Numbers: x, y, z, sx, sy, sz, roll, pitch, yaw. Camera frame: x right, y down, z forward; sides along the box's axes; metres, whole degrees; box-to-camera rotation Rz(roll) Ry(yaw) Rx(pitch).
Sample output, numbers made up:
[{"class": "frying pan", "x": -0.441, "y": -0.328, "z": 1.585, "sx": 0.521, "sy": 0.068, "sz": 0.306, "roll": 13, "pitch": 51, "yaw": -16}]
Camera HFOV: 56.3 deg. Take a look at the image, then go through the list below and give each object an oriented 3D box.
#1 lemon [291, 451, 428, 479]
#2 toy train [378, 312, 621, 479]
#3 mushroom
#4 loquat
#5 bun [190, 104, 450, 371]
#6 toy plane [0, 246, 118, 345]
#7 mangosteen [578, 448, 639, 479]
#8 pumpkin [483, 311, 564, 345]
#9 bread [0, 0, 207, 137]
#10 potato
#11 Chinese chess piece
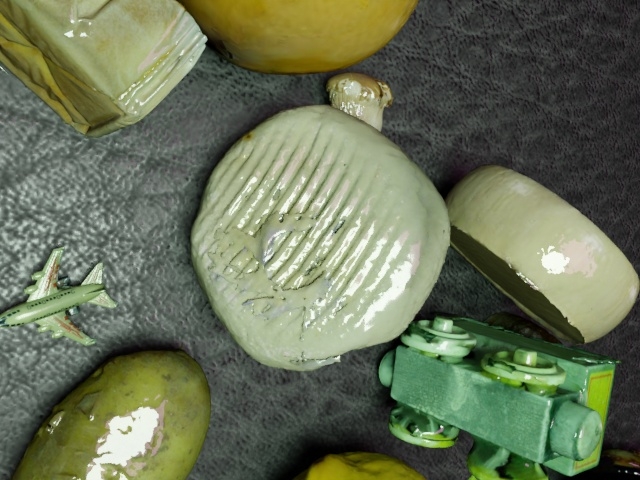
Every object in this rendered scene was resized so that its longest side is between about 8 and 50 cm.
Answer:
[{"class": "lemon", "x": 0.050, "y": 0.376, "z": 0.653, "sx": 0.261, "sy": 0.260, "sz": 0.283, "roll": 2, "pitch": 94, "yaw": -27}, {"class": "toy train", "x": 0.203, "y": 0.180, "z": 0.710, "sx": 0.188, "sy": 0.272, "sz": 0.159, "roll": 4, "pitch": 95, "yaw": -42}, {"class": "mushroom", "x": 0.050, "y": -0.094, "z": 0.719, "sx": 0.084, "sy": 0.071, "sz": 0.209, "roll": -19, "pitch": 108, "yaw": -57}, {"class": "loquat", "x": -0.022, "y": -0.287, "z": 0.563, "sx": 0.263, "sy": 0.263, "sz": 0.263, "roll": -2, "pitch": 95, "yaw": -27}, {"class": "bun", "x": -0.005, "y": 0.001, "z": 0.628, "sx": 0.273, "sy": 0.168, "sz": 0.272, "roll": -2, "pitch": 83, "yaw": 13}, {"class": "toy plane", "x": -0.259, "y": 0.061, "z": 0.585, "sx": 0.111, "sy": 0.040, "sz": 0.102, "roll": -19, "pitch": 100, "yaw": -24}, {"class": "mangosteen", "x": 0.471, "y": 0.444, "z": 0.879, "sx": 0.288, "sy": 0.233, "sz": 0.287, "roll": 1, "pitch": 76, "yaw": -3}, {"class": "pumpkin", "x": 0.307, "y": 0.191, "z": 0.850, "sx": 0.119, "sy": 0.108, "sz": 0.183, "roll": -49, "pitch": 114, "yaw": -21}, {"class": "bread", "x": -0.208, "y": -0.190, "z": 0.500, "sx": 0.192, "sy": 0.210, "sz": 0.109, "roll": 44, "pitch": 70, "yaw": -23}, {"class": "potato", "x": -0.203, "y": 0.211, "z": 0.589, "sx": 0.149, "sy": 0.113, "sz": 0.251, "roll": 37, "pitch": 69, "yaw": -17}, {"class": "Chinese chess piece", "x": 0.256, "y": 0.017, "z": 0.729, "sx": 0.250, "sy": 0.250, "sz": 0.103, "roll": 41, "pitch": 93, "yaw": -24}]
